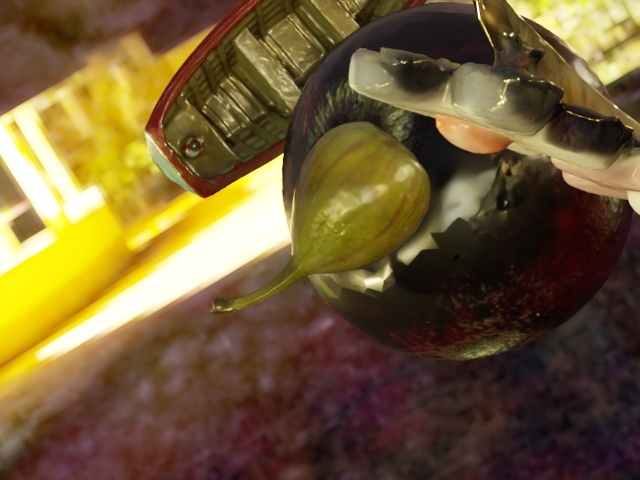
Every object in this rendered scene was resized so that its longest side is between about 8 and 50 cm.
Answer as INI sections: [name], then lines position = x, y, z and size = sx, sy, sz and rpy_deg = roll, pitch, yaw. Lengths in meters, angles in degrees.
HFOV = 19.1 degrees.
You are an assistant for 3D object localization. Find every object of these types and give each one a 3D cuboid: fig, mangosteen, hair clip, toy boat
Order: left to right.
[toy boat]
position = -0.008, -0.193, 1.775
size = 0.392, 0.136, 0.079
rpy_deg = -44, 12, -19
[fig]
position = 0.004, -0.007, 1.279
size = 0.166, 0.093, 0.093
rpy_deg = -49, -1, 25
[mangosteen]
position = 0.123, -0.043, 1.537
size = 0.300, 0.300, 0.300
rpy_deg = -30, 7, 4
[hair clip]
position = 0.130, -0.056, 0.947
size = 0.146, 0.257, 0.075
rpy_deg = 1, 67, 61
